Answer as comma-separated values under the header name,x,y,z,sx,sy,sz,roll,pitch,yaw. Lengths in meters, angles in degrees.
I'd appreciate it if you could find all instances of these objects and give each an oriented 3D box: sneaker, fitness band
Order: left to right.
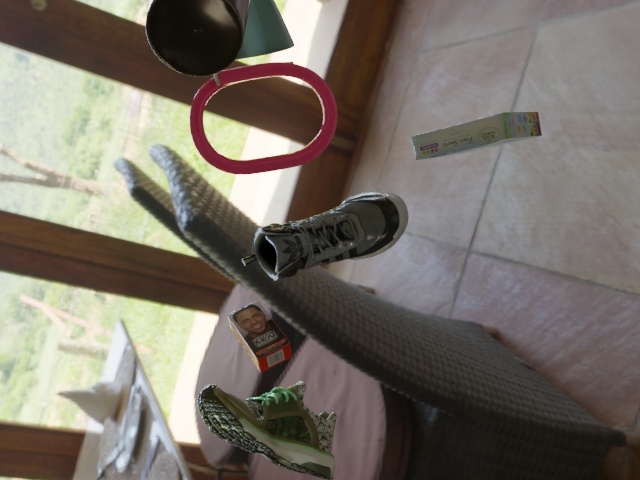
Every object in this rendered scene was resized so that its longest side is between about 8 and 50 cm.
name,x,y,z,sx,sy,sz,roll,pitch,yaw
fitness band,-0.112,-0.239,1.259,0.054,0.291,0.209,-111,12,-78
sneaker,-0.105,0.388,1.436,0.158,0.410,0.182,-8,52,41
sneaker,0.000,0.000,0.998,0.269,0.153,0.101,-18,90,38

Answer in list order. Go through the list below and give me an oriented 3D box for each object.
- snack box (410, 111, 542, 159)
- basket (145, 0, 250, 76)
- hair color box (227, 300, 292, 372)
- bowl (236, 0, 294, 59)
name,x,y,z,sx,sy,sz,roll,pitch,yaw
snack box,0.209,-0.140,0.863,0.141,0.100,0.037,-9,94,44
basket,-0.172,-0.346,0.920,0.226,0.154,0.204,-95,9,-46
hair color box,-0.119,0.184,1.242,0.141,0.072,0.043,44,150,45
bowl,-0.224,-0.516,1.493,0.311,0.312,0.163,-134,33,-64
